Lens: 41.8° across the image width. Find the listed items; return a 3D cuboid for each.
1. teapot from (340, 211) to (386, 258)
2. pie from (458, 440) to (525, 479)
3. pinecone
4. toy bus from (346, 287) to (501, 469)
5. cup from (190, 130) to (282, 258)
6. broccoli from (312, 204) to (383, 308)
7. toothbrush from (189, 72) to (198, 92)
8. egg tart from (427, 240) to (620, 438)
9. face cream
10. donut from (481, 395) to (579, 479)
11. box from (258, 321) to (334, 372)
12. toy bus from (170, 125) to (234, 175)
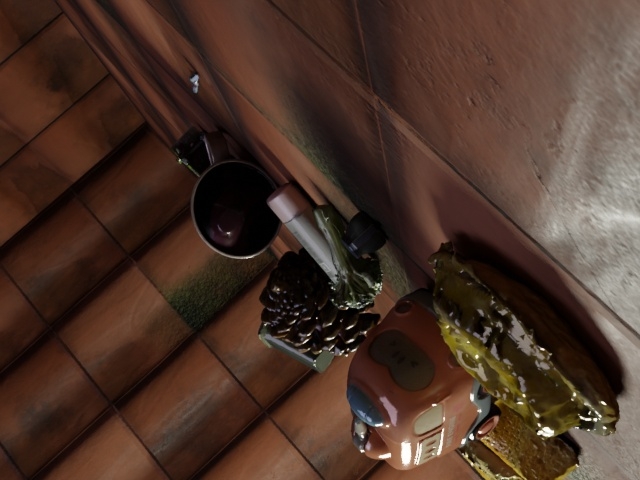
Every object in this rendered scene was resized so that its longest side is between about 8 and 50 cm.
[{"bbox_3d":[0.065,-0.004,1.300,0.066,0.057,0.088,47,174,-2],"label":"teapot"},{"bbox_3d":[0.519,0.679,2.341,0.339,0.083,0.339,44,173,7],"label":"pie"},{"bbox_3d":[0.004,0.140,1.881,0.309,0.244,0.244,38,-179,-36],"label":"pinecone"},{"bbox_3d":[0.143,0.231,1.307,0.194,0.232,0.287,46,156,35],"label":"toy bus"},{"bbox_3d":[-0.227,-0.101,1.993,0.288,0.208,0.273,47,175,-8],"label":"cup"},{"bbox_3d":[0.044,0.026,1.525,0.122,0.118,0.204,-67,-44,-64],"label":"broccoli"},{"bbox_3d":[-0.256,-0.319,1.709,0.013,0.019,0.193,48,175,-6],"label":"toothbrush"},{"bbox_3d":[0.212,0.123,0.940,0.279,0.095,0.279,46,174,6],"label":"egg tart"},{"bbox_3d":[0.000,0.000,1.690,0.269,0.073,0.107,49,169,-10],"label":"face cream"},{"bbox_3d":[0.334,0.330,1.430,0.259,0.101,0.152,38,175,38],"label":"donut"},{"bbox_3d":[-0.008,0.184,2.117,0.178,0.274,0.138,30,168,23],"label":"box"},{"bbox_3d":[-0.276,-0.184,2.282,0.302,0.113,0.139,42,175,35],"label":"toy bus"}]
